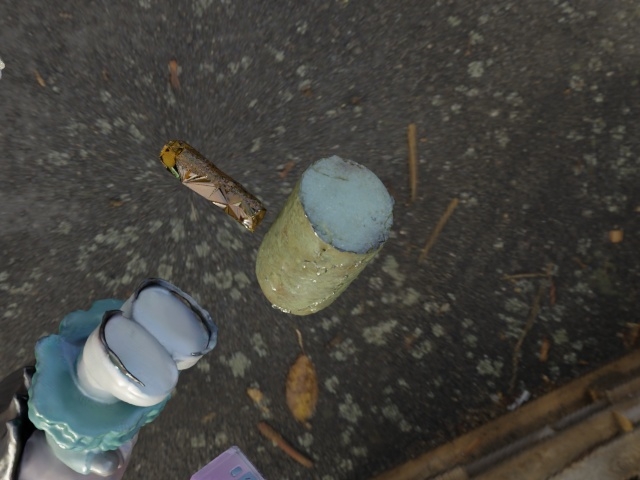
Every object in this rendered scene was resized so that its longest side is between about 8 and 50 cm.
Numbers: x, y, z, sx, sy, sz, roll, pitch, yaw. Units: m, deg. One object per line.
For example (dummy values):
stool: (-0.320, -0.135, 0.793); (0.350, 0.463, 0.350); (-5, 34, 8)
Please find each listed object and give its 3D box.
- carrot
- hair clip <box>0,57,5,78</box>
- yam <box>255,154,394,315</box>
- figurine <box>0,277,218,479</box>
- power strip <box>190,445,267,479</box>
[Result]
carrot: (-0.193, -0.101, 1.643); (0.228, 0.069, 0.069); (37, 88, 11)
hair clip: (-0.665, -0.411, 1.774); (0.034, 0.072, 0.226); (-10, 136, -5)
yam: (0.000, 0.000, 1.412); (0.167, 0.304, 0.168); (6, 68, -14)
figurine: (-0.167, 0.118, 0.591); (0.110, 0.138, 0.245); (44, 130, -2)
power strip: (-0.118, 0.477, 1.590); (0.109, 0.279, 0.038); (-33, 138, -21)
